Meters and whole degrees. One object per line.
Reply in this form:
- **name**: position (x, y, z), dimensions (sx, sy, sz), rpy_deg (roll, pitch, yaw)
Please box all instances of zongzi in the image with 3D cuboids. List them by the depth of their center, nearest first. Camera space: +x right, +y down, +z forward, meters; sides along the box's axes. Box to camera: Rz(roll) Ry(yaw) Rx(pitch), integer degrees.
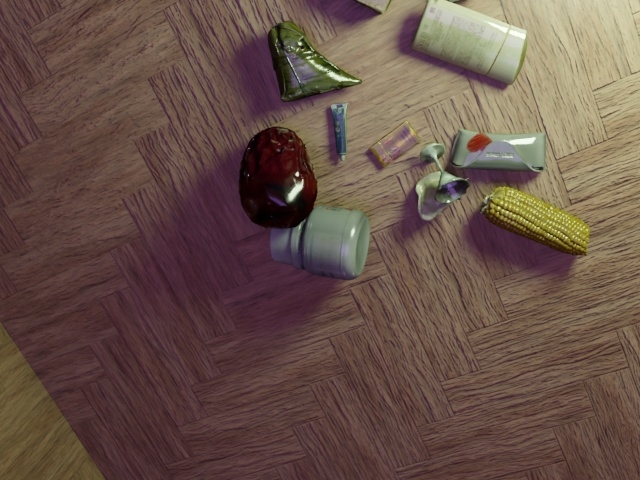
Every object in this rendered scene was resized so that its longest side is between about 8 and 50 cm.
- **zongzi**: position (-0.020, -0.594, 1.779), dimensions (0.274, 0.125, 0.251), rpy_deg (-10, 114, 10)

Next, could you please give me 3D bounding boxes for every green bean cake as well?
- **green bean cake**: position (0.134, -0.770, 1.696), dimensions (0.179, 0.109, 0.085), rpy_deg (26, 111, 0)

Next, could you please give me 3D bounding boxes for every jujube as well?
- **jujube**: position (-0.141, -0.203, 1.820), dimensions (0.258, 0.377, 0.259), rpy_deg (-4, 136, -4)

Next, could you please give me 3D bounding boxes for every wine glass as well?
- **wine glass**: position (0.396, -0.223, 1.806), dimensions (0.122, 0.183, 0.122), rpy_deg (-12, 145, -8)

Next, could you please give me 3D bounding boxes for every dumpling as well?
- **dumpling**: position (0.385, -0.160, 1.879), dimensions (0.134, 0.100, 0.169), rpy_deg (44, 109, 5)

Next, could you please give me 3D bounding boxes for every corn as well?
- **corn**: position (0.720, -0.067, 1.835), dimensions (0.386, 0.144, 0.144), rpy_deg (20, 112, -1)

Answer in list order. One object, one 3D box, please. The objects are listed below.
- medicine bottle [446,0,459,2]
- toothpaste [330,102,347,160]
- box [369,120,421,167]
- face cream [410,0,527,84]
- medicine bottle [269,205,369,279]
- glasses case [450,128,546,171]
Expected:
- **medicine bottle**: position (0.415, -0.803, 1.639), dimensions (0.104, 0.105, 0.168), rpy_deg (-8, 108, 12)
- **toothpaste**: position (0.069, -0.369, 1.891), dimensions (0.057, 0.035, 0.197), rpy_deg (-4, 106, 4)
- **box**: position (0.254, -0.327, 1.880), dimensions (0.156, 0.022, 0.089), rpy_deg (-34, 100, 19)
- **face cream**: position (0.465, -0.612, 1.699), dimensions (0.348, 0.081, 0.174), rpy_deg (20, 136, 2)
- **medicine bottle**: position (0.000, 0.000, 1.921), dimensions (0.306, 0.245, 0.245), rpy_deg (8, 111, 16)
- **glasses case**: position (0.586, -0.292, 1.803), dimensions (0.307, 0.083, 0.129), rpy_deg (4, 111, 8)
